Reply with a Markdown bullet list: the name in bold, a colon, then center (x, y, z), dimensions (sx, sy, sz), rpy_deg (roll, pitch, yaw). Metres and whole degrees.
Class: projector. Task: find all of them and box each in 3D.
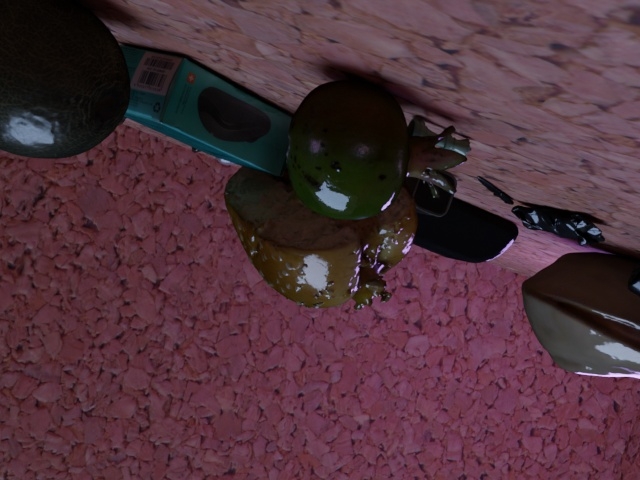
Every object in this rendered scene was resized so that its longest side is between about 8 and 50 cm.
- **projector**: center (0.193, -0.095, 1.567), dimensions (0.083, 0.083, 0.082), rpy_deg (21, 179, -25)

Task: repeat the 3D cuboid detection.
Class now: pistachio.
- **pistachio**: center (0.644, 0.178, 1.824), dimensions (0.365, 0.281, 0.445), rpy_deg (15, -173, -45)

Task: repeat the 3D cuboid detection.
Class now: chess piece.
- **chess piece**: center (0.164, -0.137, 1.148), dimensions (0.093, 0.042, 0.042), rpy_deg (13, -179, -13)

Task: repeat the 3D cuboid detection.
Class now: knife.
- **knife**: center (0.316, -0.091, 1.521), dimensions (0.023, 0.010, 0.170), rpy_deg (13, 173, 33)

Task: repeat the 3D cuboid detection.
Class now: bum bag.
- **bum bag**: center (0.432, -0.027, 1.524), dimensions (0.087, 0.049, 0.198), rpy_deg (26, 177, -30)

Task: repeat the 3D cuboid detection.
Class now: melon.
- **melon**: center (-0.421, -0.244, 1.197), dimensions (0.302, 0.237, 0.237), rpy_deg (25, -179, 18)

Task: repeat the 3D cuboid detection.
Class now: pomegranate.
- **pomegranate**: center (0.067, -0.111, 1.063), dimensions (0.224, 0.181, 0.181), rpy_deg (2, -178, -7)

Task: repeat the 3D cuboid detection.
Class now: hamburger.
- **hamburger**: center (0.000, 0.000, 1.589), dimensions (0.445, 0.268, 0.287), rpy_deg (31, 148, 53)

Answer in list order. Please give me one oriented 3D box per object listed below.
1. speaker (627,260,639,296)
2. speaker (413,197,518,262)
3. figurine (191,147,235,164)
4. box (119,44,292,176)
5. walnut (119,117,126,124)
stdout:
- **speaker**: center (0.735, 0.105, 1.523), dimensions (0.329, 0.198, 0.259), rpy_deg (35, -138, 10)
- **speaker**: center (0.243, -0.020, 1.958), dimensions (0.388, 0.184, 0.180), rpy_deg (19, 179, -22)
- **figurine**: center (-0.166, -0.216, 1.816), dimensions (0.229, 0.112, 0.137), rpy_deg (2, -159, -46)
- **box**: center (-0.212, -0.227, 1.487), dimensions (0.205, 0.118, 0.311), rpy_deg (23, -179, 40)
- **walnut**: center (-0.497, -0.320, 1.904), dimensions (0.140, 0.140, 0.162), rpy_deg (20, 164, 11)
